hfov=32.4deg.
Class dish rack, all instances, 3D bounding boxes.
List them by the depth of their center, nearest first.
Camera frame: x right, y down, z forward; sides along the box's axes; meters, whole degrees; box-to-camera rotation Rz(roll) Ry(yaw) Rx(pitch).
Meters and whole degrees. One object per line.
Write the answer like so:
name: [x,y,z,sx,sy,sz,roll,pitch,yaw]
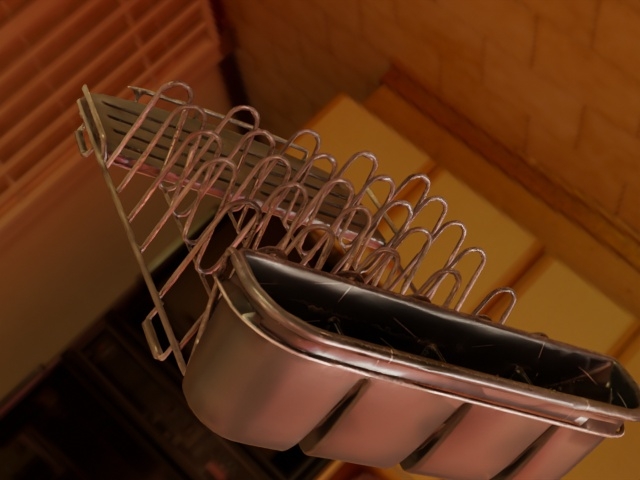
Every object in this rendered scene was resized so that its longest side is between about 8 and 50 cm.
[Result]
dish rack: [0.000,0.000,0.512,0.208,0.074,0.271,19,-155,-35]
